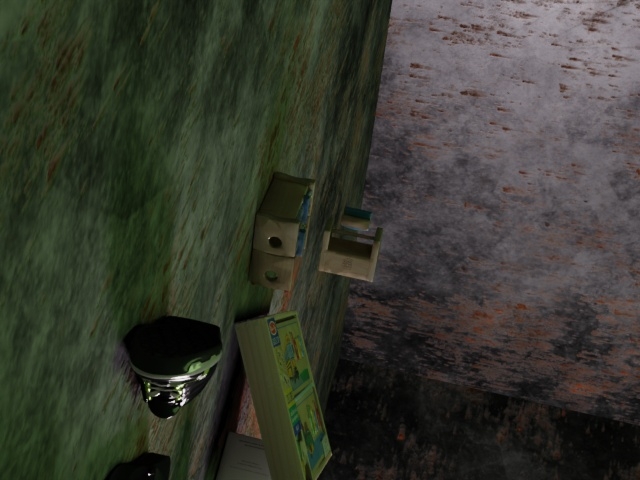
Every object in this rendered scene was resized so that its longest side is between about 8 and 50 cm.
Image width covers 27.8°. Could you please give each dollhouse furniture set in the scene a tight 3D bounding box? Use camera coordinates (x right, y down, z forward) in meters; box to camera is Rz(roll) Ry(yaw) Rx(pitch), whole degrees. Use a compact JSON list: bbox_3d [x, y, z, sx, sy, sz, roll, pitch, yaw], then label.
[{"bbox_3d":[0.000,0.000,1.946,0.129,0.184,0.129,-71,171,-55],"label":"dollhouse furniture set"}]

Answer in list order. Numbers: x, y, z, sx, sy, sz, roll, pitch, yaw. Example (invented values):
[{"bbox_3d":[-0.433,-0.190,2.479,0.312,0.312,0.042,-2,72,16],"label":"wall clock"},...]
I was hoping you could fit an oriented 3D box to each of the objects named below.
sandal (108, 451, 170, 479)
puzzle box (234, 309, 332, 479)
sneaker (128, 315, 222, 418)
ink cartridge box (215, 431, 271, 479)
[{"bbox_3d":[-0.183,0.273,1.338,0.254,0.055,0.097,-44,145,-81],"label":"sandal"},{"bbox_3d":[-0.053,0.250,2.083,0.409,0.052,0.272,7,68,-85],"label":"puzzle box"},{"bbox_3d":[-0.142,0.137,1.301,0.235,0.084,0.097,-12,115,-84],"label":"sneaker"},{"bbox_3d":[-0.129,0.438,2.092,0.154,0.093,0.212,92,13,-65],"label":"ink cartridge box"}]
